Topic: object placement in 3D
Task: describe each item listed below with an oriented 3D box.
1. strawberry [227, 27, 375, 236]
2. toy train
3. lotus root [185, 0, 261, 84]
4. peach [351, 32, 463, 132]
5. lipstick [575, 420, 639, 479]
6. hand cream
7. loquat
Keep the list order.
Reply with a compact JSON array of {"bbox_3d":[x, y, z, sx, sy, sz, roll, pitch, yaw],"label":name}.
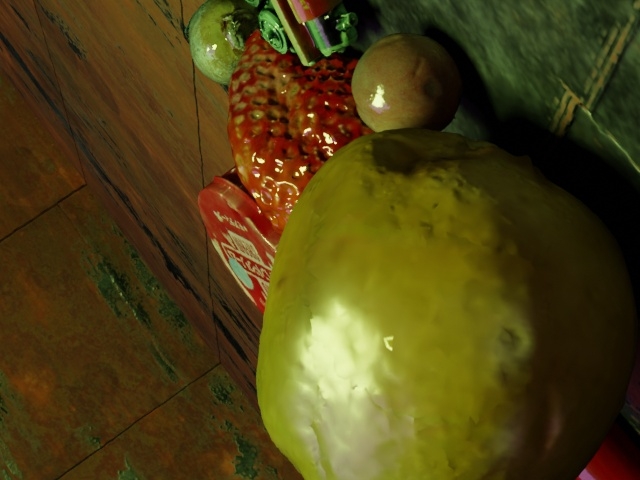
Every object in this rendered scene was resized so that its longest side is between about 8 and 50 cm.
[{"bbox_3d":[-0.017,-0.080,1.190,0.236,0.106,0.175,39,124,34],"label":"strawberry"},{"bbox_3d":[-0.026,-0.220,1.112,0.176,0.074,0.118,62,161,-18],"label":"toy train"},{"bbox_3d":[-0.092,-0.196,1.373,0.088,0.088,0.165,57,176,-6],"label":"lotus root"},{"bbox_3d":[0.065,-0.113,1.032,0.083,0.083,0.083,50,165,19],"label":"peach"},{"bbox_3d":[0.193,0.135,1.204,0.280,0.073,0.073,50,165,17],"label":"lipstick"},{"bbox_3d":[0.000,0.000,1.375,0.230,0.149,0.230,50,163,21],"label":"hand cream"},{"bbox_3d":[0.077,0.066,0.985,0.276,0.284,0.276,33,-172,-5],"label":"loquat"}]
